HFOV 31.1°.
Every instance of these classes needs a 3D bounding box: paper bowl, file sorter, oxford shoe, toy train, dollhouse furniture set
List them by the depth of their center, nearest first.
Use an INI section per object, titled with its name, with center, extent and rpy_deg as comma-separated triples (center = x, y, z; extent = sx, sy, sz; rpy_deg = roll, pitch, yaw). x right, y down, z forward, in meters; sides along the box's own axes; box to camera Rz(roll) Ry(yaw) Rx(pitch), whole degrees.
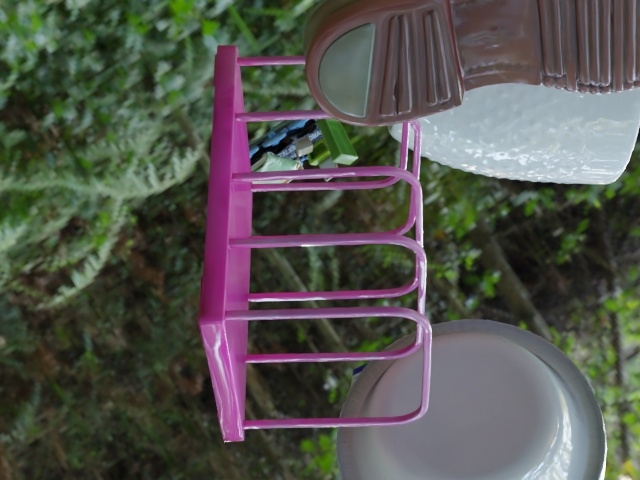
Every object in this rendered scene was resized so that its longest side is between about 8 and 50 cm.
[oxford shoe]
center = 0.153, -0.182, 0.859
extent = 0.348, 0.130, 0.123
rpy_deg = -8, 125, -4
[file sorter]
center = 0.000, 0.000, 1.013
extent = 0.182, 0.290, 0.202
rpy_deg = -1, 144, 1
[paper bowl]
center = 0.158, 0.211, 1.221
extent = 0.284, 0.284, 0.148
rpy_deg = -32, 145, -12
[dollhouse furniture set]
center = -0.026, -0.089, 1.435
extent = 0.152, 0.058, 0.076
rpy_deg = -34, 158, 29
[toy train]
center = -0.069, -0.136, 1.794
extent = 0.184, 0.080, 0.105
rpy_deg = -33, -167, -12

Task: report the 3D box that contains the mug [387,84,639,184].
[mug]
center = 0.271, -0.245, 1.626
extent = 0.328, 0.276, 0.374
rpy_deg = 3, 157, -3

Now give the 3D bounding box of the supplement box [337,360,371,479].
[supplement box]
center = 0.100, 0.271, 1.494
extent = 0.111, 0.220, 0.114
rpy_deg = 23, 149, -23
